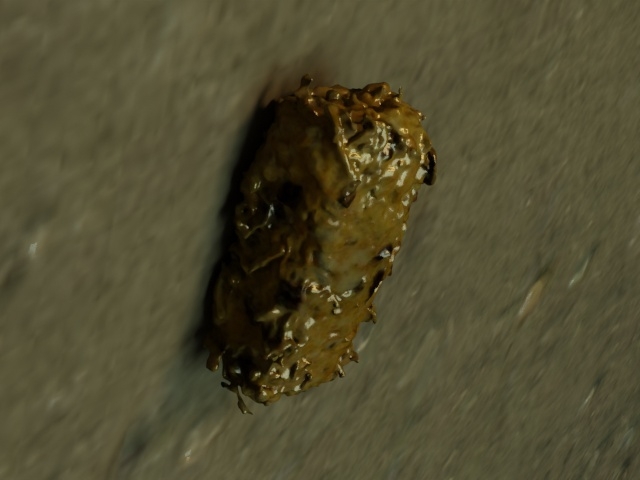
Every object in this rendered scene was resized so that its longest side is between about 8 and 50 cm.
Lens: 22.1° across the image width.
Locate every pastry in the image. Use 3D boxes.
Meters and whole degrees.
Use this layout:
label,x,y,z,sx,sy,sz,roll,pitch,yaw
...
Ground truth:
label,x,y,z,sx,sy,sz,roll,pitch,yaw
pastry,0.000,0.000,0.630,0.080,0.056,0.140,-17,140,-49
